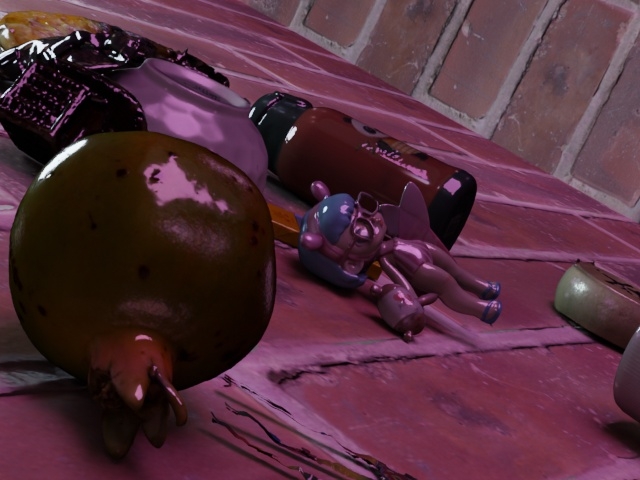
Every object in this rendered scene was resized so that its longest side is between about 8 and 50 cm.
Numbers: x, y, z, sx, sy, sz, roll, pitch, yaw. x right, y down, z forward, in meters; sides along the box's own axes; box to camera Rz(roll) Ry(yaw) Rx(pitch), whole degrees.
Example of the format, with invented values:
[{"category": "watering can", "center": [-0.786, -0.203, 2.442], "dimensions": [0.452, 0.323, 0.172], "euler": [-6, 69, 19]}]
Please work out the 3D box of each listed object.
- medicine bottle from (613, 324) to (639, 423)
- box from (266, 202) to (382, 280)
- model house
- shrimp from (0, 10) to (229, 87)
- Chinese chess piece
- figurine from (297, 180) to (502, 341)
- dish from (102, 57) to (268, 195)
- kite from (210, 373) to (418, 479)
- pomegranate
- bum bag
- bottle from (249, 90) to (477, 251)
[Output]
[{"category": "medicine bottle", "center": [0.500, 0.197, 1.386], "dimensions": [0.340, 0.208, 0.208], "euler": [35, 15, 33]}, {"category": "box", "center": [0.000, 0.000, 1.608], "dimensions": [0.155, 0.023, 0.087], "euler": [23, 16, -14]}, {"category": "model house", "center": [-0.262, -0.122, 1.394], "dimensions": [0.165, 0.106, 0.152], "euler": [25, 10, 13]}, {"category": "shrimp", "center": [-0.273, -0.247, 1.930], "dimensions": [0.272, 0.085, 0.445], "euler": [41, 22, 32]}, {"category": "Chinese chess piece", "center": [0.440, 0.102, 1.924], "dimensions": [0.188, 0.083, 0.188], "euler": [26, 10, -5]}, {"category": "figurine", "center": [0.087, 0.044, 1.488], "dimensions": [0.260, 0.103, 0.205], "euler": [25, 49, -14]}, {"category": "dish", "center": [-0.176, -0.147, 1.629], "dimensions": [0.303, 0.120, 0.303], "euler": [25, 14, -7]}, {"category": "kite", "center": [0.040, 0.186, 0.985], "dimensions": [0.285, 0.015, 0.152], "euler": [29, 10, 2]}, {"category": "pomegranate", "center": [-0.117, 0.026, 0.901], "dimensions": [0.198, 0.198, 0.246], "euler": [21, 14, -22]}, {"category": "bum bag", "center": [-0.331, -0.220, 1.614], "dimensions": [0.248, 0.069, 0.102], "euler": [-1, 33, 39]}, {"category": "bottle", "center": [0.041, -0.096, 1.811], "dimensions": [0.336, 0.144, 0.144], "euler": [28, 13, 16]}]
